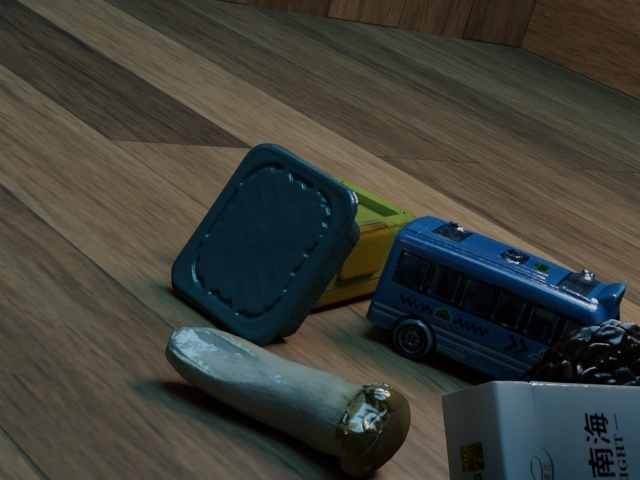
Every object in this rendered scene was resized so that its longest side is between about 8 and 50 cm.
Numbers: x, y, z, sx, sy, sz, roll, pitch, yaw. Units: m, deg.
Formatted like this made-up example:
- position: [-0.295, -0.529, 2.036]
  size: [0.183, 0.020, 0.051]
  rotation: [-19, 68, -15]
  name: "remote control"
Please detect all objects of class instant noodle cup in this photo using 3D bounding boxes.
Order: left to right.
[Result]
- position: [-0.044, 0.011, 1.314]
  size: [0.157, 0.179, 0.070]
  rotation: [33, -3, 39]
  name: "instant noodle cup"

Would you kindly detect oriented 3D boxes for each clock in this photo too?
- position: [0.000, 0.000, 1.470]
  size: [0.143, 0.096, 0.202]
  rotation: [31, 23, 29]
  name: "clock"

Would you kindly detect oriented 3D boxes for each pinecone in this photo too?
- position: [0.253, 0.147, 1.187]
  size: [0.163, 0.162, 0.165]
  rotation: [16, 4, -5]
  name: "pinecone"

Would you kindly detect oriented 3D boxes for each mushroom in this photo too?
- position: [-0.030, 0.128, 1.109]
  size: [0.209, 0.071, 0.084]
  rotation: [20, 50, 19]
  name: "mushroom"

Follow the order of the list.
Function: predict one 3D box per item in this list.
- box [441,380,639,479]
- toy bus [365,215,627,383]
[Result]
- position: [0.209, 0.186, 1.002]
  size: [0.243, 0.155, 0.067]
  rotation: [7, -21, -32]
  name: "box"
- position: [0.182, 0.072, 1.359]
  size: [0.246, 0.134, 0.113]
  rotation: [22, 18, 19]
  name: "toy bus"
